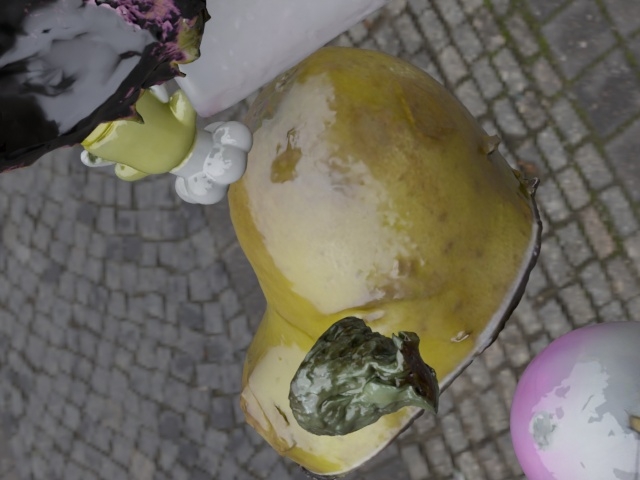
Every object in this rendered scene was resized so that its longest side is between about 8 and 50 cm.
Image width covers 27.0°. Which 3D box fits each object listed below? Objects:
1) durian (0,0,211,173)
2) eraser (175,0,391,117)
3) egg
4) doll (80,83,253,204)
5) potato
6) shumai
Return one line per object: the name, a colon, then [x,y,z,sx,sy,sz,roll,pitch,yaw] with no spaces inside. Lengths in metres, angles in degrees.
durian: [-0.112,-0.080,0.303,0.119,0.186,0.108,-38,73,1]
eraser: [0.039,-0.166,0.462,0.270,0.094,0.174,-34,35,1]
egg: [0.303,0.174,1.262,0.196,0.271,0.196,-32,51,49]
doll: [-0.131,-0.084,1.110,0.106,0.162,0.062,-44,37,29]
potato: [0.000,0.000,1.318,0.397,0.296,0.290,-43,28,21]
shumai: [0.033,0.090,0.797,0.080,0.083,0.082,25,86,25]
